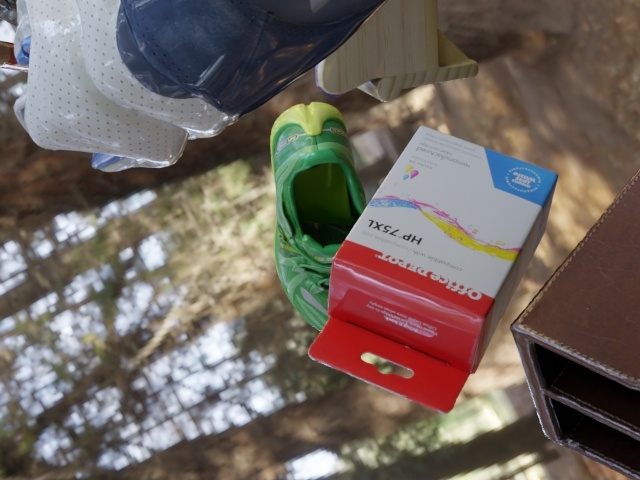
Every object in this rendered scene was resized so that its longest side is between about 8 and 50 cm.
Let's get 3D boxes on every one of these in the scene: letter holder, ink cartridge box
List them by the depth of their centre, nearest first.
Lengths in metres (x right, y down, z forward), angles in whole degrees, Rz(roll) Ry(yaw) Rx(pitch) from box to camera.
[{"bbox_3d":[0.329,0.044,0.912,0.214,0.302,0.152,25,152,39],"label":"letter holder"},{"bbox_3d":[0.096,0.018,0.997,0.134,0.231,0.078,21,139,15],"label":"ink cartridge box"}]

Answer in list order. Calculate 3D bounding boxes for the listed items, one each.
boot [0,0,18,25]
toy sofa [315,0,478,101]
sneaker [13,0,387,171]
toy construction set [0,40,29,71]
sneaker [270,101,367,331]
[{"bbox_3d":[-0.319,-0.319,1.531,0.263,0.229,0.091,19,-108,-34],"label":"boot"},{"bbox_3d":[0.044,-0.327,1.161,0.150,0.177,0.363,-139,41,-58],"label":"toy sofa"},{"bbox_3d":[-0.059,-0.145,0.601,0.130,0.236,0.323,53,-168,-21],"label":"sneaker"},{"bbox_3d":[-0.415,-0.177,0.991,0.237,0.308,0.257,-45,-43,-82],"label":"toy construction set"},{"bbox_3d":[0.000,0.000,1.278,0.123,0.109,0.295,-102,1,-54],"label":"sneaker"}]
